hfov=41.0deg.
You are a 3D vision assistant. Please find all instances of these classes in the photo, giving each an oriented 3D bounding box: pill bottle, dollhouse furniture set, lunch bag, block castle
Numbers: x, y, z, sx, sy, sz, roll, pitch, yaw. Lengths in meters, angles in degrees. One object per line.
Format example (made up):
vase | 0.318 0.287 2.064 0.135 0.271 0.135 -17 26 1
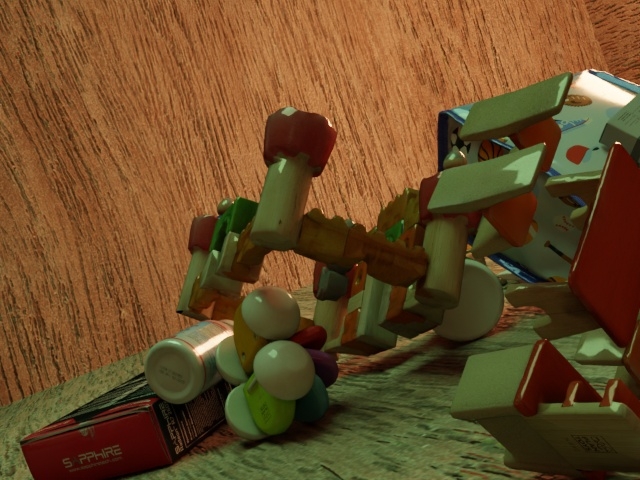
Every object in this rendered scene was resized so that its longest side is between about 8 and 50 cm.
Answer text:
pill bottle | 0.198 0.079 1.279 0.118 0.117 0.208 -20 2 2
pill bottle | -0.163 0.158 1.172 0.087 0.087 0.160 -20 1 23
dollhouse furniture set | 0.208 0.041 0.632 0.135 0.262 0.259 -16 38 48
lunch bag | 0.403 -0.066 1.221 0.328 0.238 0.385 -22 35 -25
block castle | 0.000 0.000 1.180 0.303 0.212 0.453 20 -24 -15

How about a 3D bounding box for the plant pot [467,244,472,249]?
plant pot | 0.273 0.045 1.825 0.134 0.095 0.134 -20 1 0

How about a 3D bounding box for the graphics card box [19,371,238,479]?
graphics card box | -0.240 0.253 1.308 0.233 0.094 0.371 -19 3 22

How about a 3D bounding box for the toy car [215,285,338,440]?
toy car | -0.045 0.156 1.073 0.136 0.182 0.159 6 -42 -28

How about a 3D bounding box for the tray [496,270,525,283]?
tray | 0.428 0.036 1.434 0.145 0.030 0.270 -22 2 -24

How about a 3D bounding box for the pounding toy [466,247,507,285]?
pounding toy | 0.246 0.031 1.595 0.270 0.154 0.154 -17 1 -43

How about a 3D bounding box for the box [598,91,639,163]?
box | 0.481 -0.129 1.111 0.145 0.186 0.038 -37 -29 -33
